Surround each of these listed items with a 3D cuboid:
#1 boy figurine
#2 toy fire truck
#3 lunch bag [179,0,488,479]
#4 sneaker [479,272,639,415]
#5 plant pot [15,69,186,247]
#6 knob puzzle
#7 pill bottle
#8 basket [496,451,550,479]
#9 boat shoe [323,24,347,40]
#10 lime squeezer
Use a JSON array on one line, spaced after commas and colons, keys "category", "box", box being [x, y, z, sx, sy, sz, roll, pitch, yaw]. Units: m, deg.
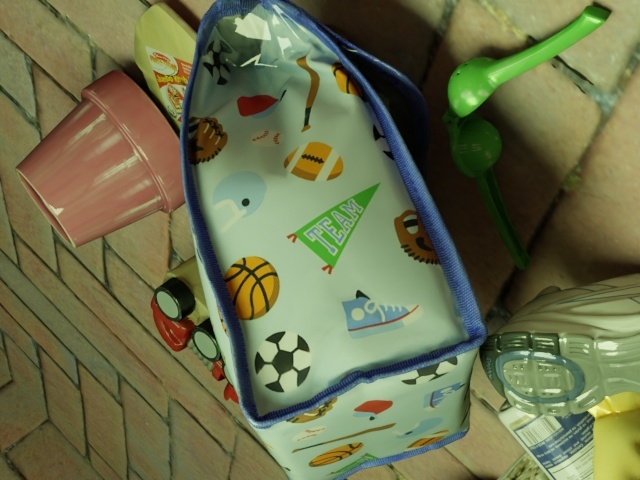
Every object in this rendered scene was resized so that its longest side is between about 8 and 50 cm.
[{"category": "boy figurine", "box": [0.288, 0.214, 0.996, 0.092, 0.177, 0.285, -30, 78, 40]}, {"category": "toy fire truck", "box": [-0.140, 0.155, 1.632, 0.217, 0.158, 0.246, 44, 142, 14]}, {"category": "lunch bag", "box": [0.000, 0.000, 1.033, 0.328, 0.239, 0.385, 80, 169, -65]}, {"category": "sneaker", "box": [0.280, 0.073, 0.905, 0.297, 0.129, 0.111, 2, 125, 34]}, {"category": "plant pot", "box": [-0.285, -0.092, 1.449, 0.201, 0.180, 0.201, 47, 163, 19]}, {"category": "knob puzzle", "box": [-0.155, -0.199, 1.321, 0.213, 0.030, 0.213, 38, 150, 26]}, {"category": "pill bottle", "box": [0.264, 0.208, 1.102, 0.169, 0.094, 0.094, 50, 153, 3]}, {"category": "basket", "box": [0.273, 0.302, 1.186, 0.167, 0.113, 0.103, 50, 149, 4]}, {"category": "boat shoe", "box": [-0.017, -0.182, 1.113, 0.152, 0.056, 0.049, 18, 149, 52]}, {"category": "lime squeezer", "box": [0.159, -0.096, 0.959, 0.110, 0.058, 0.310, 13, 141, 7]}]
